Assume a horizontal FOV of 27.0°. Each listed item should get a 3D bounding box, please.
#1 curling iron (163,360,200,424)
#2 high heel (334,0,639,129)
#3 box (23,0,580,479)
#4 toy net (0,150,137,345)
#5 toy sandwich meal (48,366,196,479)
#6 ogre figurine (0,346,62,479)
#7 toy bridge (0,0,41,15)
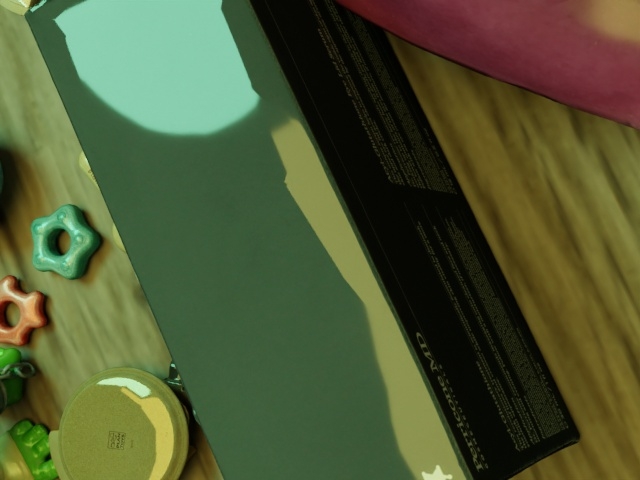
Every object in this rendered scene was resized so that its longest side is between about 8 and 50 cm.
[{"bbox_3d":[-0.012,0.157,0.680,0.068,0.035,0.274,-25,79,22],"label":"curling iron"},{"bbox_3d":[0.177,-0.063,0.575,0.377,0.127,0.181,42,141,-4],"label":"high heel"},{"bbox_3d":[0.000,0.000,0.602,0.103,0.184,0.261,-28,78,17],"label":"box"},{"bbox_3d":[-0.135,0.005,0.727,0.232,0.045,0.122,10,91,21],"label":"toy net"},{"bbox_3d":[-0.106,0.109,0.723,0.085,0.029,0.086,-2,84,18],"label":"toy sandwich meal"},{"bbox_3d":[-0.206,0.162,0.710,0.096,0.118,0.197,29,99,19],"label":"ogre figurine"},{"bbox_3d":[-0.156,-0.156,0.752,0.188,0.026,0.063,22,97,21],"label":"toy bridge"}]
